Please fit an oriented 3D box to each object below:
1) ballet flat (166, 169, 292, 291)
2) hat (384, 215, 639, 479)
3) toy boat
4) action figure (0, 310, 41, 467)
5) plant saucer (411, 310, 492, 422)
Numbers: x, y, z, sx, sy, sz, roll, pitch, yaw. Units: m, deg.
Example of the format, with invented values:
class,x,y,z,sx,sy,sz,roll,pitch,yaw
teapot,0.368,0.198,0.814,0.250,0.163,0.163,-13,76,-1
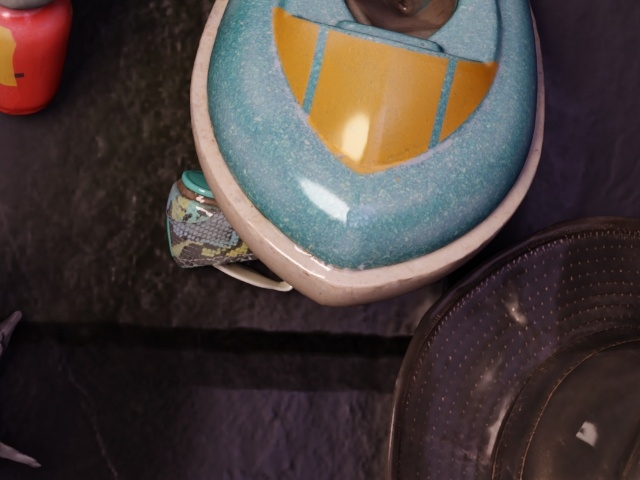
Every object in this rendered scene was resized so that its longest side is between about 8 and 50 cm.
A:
class,x,y,z,sx,sy,sz,roll,pitch,yaw
ballet flat,0.000,0.000,0.849,0.188,0.070,0.070,7,87,-15
hat,0.192,0.150,0.834,0.331,0.134,0.331,0,90,-17
toy boat,-0.033,-0.102,0.761,0.318,0.148,0.267,10,55,-6
action figure,-0.249,0.044,0.724,0.275,0.141,0.164,40,67,-11
plant saucer,0.129,0.121,0.898,0.168,0.029,0.168,0,89,-17
